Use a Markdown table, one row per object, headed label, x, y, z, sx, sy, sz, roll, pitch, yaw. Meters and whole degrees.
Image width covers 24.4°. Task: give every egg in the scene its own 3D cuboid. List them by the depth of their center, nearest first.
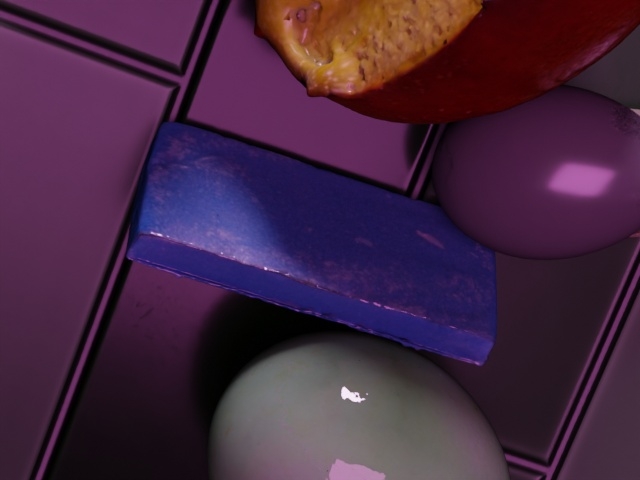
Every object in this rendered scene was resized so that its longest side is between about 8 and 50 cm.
| label | x | y | z | sx | sy | sz | roll | pitch | yaw |
| --- | --- | --- | --- | --- | --- | --- | --- | --- | --- |
| egg | 0.188 | -0.056 | 1.222 | 0.198 | 0.146 | 0.147 | 7 | 105 | 25 |
| egg | 0.035 | 0.193 | 1.233 | 0.269 | 0.220 | 0.220 | 29 | 98 | -13 |

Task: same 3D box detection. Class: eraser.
| label | x | y | z | sx | sy | sz | roll | pitch | yaw |
| --- | --- | --- | --- | --- | --- | --- | --- | --- | --- |
| eraser | 0.000 | 0.000 | 1.226 | 0.311 | 0.144 | 0.043 | 18 | 133 | -12 |

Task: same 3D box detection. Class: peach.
| label | x | y | z | sx | sy | sz | roll | pitch | yaw |
| --- | --- | --- | --- | --- | --- | --- | --- | --- | --- |
| peach | 0.104 | -0.230 | 1.124 | 0.338 | 0.281 | 0.281 | -22 | 106 | -2 |

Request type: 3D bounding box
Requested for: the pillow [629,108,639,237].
| label | x | y | z | sx | sy | sz | roll | pitch | yaw |
| --- | --- | --- | --- | --- | --- | --- | --- | --- | --- |
| pillow | 0.329 | -0.057 | 1.303 | 0.208 | 0.053 | 0.119 | 0 | 103 | -11 |
